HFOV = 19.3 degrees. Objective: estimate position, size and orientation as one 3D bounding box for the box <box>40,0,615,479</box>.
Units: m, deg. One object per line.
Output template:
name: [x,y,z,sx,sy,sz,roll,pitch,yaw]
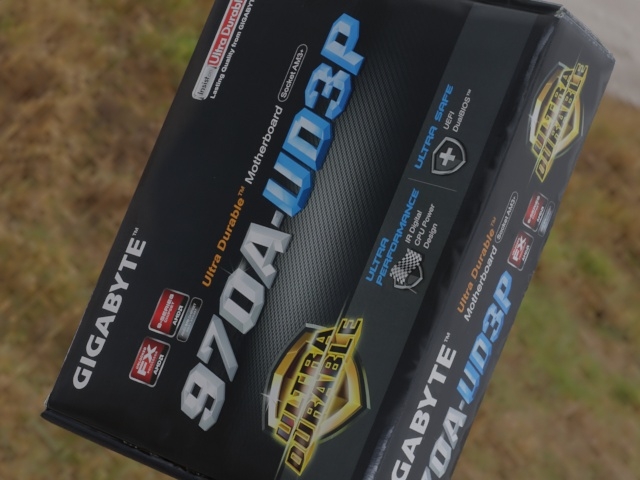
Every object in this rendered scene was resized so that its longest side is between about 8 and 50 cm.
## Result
box: [0.000,0.000,0.759,0.175,0.220,0.051,18,-8,40]
